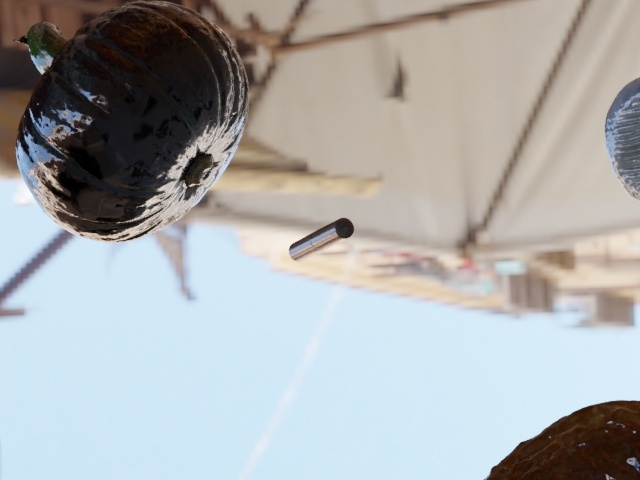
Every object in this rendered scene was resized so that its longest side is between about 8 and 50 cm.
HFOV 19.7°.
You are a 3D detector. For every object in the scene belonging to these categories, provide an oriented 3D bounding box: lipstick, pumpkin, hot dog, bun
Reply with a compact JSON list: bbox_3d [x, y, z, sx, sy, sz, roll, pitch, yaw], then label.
[{"bbox_3d":[0.000,0.000,1.513,0.019,0.094,0.019,6,-105,-24],"label":"lipstick"},{"bbox_3d":[-0.204,-0.132,1.786,0.248,0.248,0.248,11,-102,-62],"label":"pumpkin"},{"bbox_3d":[0.176,0.194,1.156,0.160,0.227,0.099,64,177,-26],"label":"hot dog"},{"bbox_3d":[0.203,-0.057,1.059,0.045,0.083,0.083,-29,-67,-66],"label":"bun"}]

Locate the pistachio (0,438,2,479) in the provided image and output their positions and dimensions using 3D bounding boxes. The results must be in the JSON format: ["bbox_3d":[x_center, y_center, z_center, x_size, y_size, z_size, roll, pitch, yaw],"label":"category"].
[{"bbox_3d":[-0.374,0.193,1.572,0.226,0.207,0.332,41,-147,-45],"label":"pistachio"}]
